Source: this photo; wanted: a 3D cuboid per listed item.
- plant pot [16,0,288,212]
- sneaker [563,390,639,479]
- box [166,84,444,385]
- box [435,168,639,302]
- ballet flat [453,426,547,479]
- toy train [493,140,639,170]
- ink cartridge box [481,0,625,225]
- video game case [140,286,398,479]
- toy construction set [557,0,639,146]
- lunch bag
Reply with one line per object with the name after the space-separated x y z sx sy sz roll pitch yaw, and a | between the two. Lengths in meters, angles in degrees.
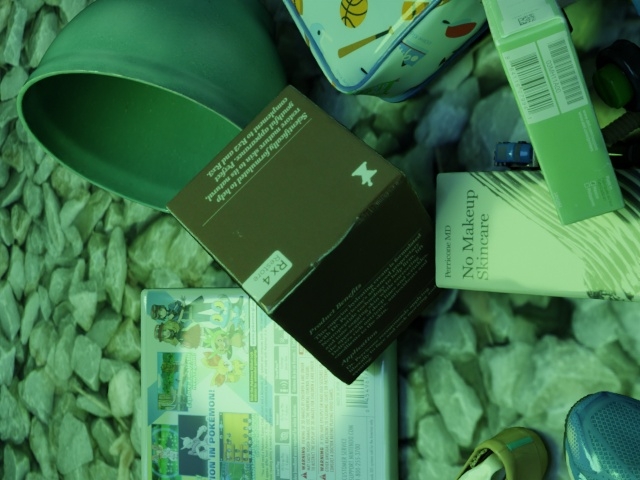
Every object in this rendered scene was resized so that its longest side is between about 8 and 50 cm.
-0.157 -0.177 1.108 0.293 0.293 0.196 -7 57 42 | plant pot
0.313 0.192 0.703 0.330 0.130 0.147 33 147 43 | sneaker
0.000 0.000 0.951 0.168 0.203 0.167 -44 56 -4 | box
0.234 -0.006 0.845 0.275 0.094 0.113 0 92 42 | box
0.127 0.267 0.948 0.080 0.073 0.232 43 116 35 | ballet flat
0.221 -0.077 0.899 0.158 0.036 0.027 4 91 42 | toy train
0.171 -0.146 0.797 0.056 0.171 0.235 -19 35 15 | ink cartridge box
-0.060 0.215 1.084 0.300 0.036 0.328 -1 88 23 | video game case
0.250 -0.290 0.786 0.237 0.257 0.308 -34 73 -5 | toy construction set
0.050 -0.304 1.011 0.243 0.115 0.303 -44 61 36 | lunch bag
